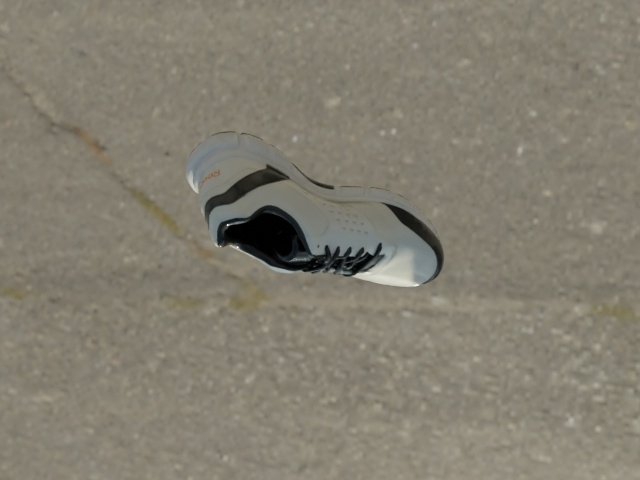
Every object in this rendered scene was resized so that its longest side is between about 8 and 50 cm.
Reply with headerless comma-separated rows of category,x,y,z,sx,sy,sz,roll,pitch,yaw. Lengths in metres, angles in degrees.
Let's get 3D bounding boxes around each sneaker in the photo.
sneaker,0.000,0.000,0.493,0.109,0.044,0.040,19,126,-28
